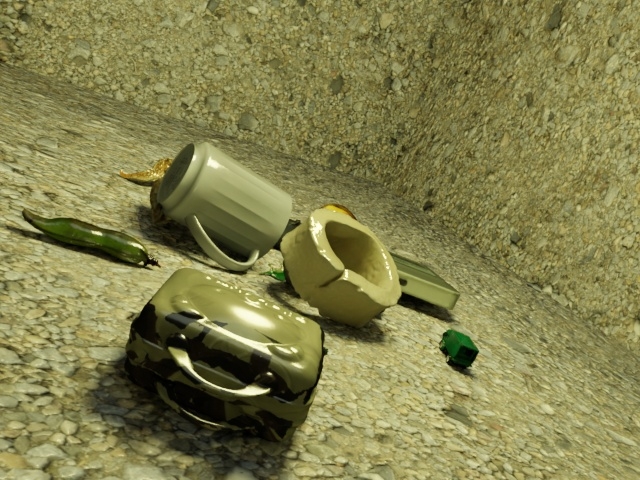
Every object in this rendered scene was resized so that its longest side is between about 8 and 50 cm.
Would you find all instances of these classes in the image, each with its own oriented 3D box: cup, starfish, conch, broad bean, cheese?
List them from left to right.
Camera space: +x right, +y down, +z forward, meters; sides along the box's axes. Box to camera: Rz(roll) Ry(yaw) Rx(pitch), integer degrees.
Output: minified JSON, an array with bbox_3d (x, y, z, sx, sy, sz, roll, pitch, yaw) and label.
[{"bbox_3d":[-0.537,-0.006,1.649,0.339,0.061,0.077,19,27,-19],"label":"broad bean"},{"bbox_3d":[-0.438,-0.111,2.059,0.155,0.130,0.207,10,33,1],"label":"conch"},{"bbox_3d":[-0.492,-0.254,2.412,0.302,0.084,0.293,-3,12,14],"label":"starfish"},{"bbox_3d":[-0.282,-0.081,1.961,0.327,0.237,0.322,31,46,-29],"label":"cup"},{"bbox_3d":[0.056,0.072,1.902,0.332,0.153,0.292,24,39,-34],"label":"cheese"}]

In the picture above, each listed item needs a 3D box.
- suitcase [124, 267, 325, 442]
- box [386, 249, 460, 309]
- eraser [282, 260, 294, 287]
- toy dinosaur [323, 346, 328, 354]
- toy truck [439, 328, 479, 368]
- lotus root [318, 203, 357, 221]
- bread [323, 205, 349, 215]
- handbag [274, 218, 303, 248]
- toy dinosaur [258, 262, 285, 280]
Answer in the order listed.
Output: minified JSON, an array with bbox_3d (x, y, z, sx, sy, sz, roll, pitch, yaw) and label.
[{"bbox_3d":[-0.161,0.202,1.235,0.352,0.194,0.339,23,17,-1],"label":"suitcase"},{"bbox_3d":[0.271,0.107,2.415,0.367,0.090,0.373,22,8,-12],"label":"box"},{"bbox_3d":[0.024,0.118,2.071,0.111,0.077,0.353,34,17,38],"label":"eraser"},{"bbox_3d":[-0.031,0.228,1.635,0.055,0.049,0.154,12,13,-47],"label":"toy dinosaur"},{"bbox_3d":[0.389,0.307,1.971,0.065,0.079,0.147,21,12,-10],"label":"toy truck"},{"bbox_3d":[0.051,-0.030,2.348,0.169,0.141,0.314,34,26,-15],"label":"lotus root"},{"bbox_3d":[0.000,0.000,2.176,0.094,0.245,0.102,28,-22,35],"label":"bread"},{"bbox_3d":[-0.118,-0.027,2.351,0.254,0.088,0.211,22,24,-19],"label":"handbag"},{"bbox_3d":[-0.130,0.095,2.019,0.120,0.029,0.060,0,45,-53],"label":"toy dinosaur"}]
